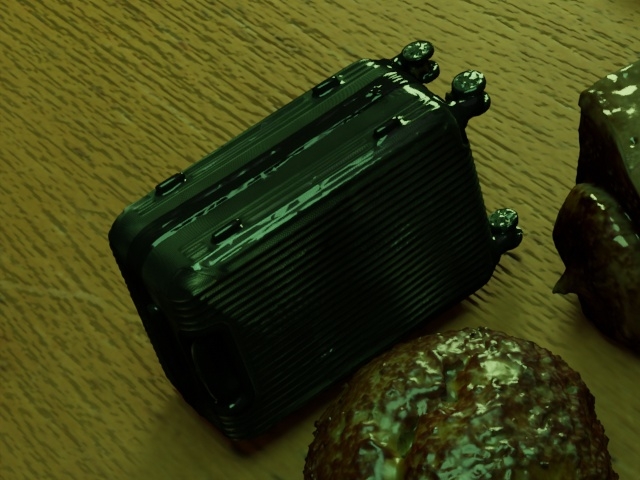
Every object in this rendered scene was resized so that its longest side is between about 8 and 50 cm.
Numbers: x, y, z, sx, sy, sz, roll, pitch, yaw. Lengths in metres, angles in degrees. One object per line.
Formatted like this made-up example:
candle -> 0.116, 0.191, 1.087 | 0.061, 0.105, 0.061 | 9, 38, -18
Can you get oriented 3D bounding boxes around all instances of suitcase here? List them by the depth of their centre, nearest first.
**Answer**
suitcase -> 0.000, 0.000, 1.364 | 0.312, 0.202, 0.128 | -34, 42, -18

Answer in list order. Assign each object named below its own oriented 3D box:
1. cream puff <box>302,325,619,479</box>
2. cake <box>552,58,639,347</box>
cream puff -> 0.096, 0.167, 1.233 | 0.240, 0.164, 0.240 | -2, 54, 3
cake -> 0.305, -0.044, 1.351 | 0.293, 0.199, 0.196 | -22, 52, -7
